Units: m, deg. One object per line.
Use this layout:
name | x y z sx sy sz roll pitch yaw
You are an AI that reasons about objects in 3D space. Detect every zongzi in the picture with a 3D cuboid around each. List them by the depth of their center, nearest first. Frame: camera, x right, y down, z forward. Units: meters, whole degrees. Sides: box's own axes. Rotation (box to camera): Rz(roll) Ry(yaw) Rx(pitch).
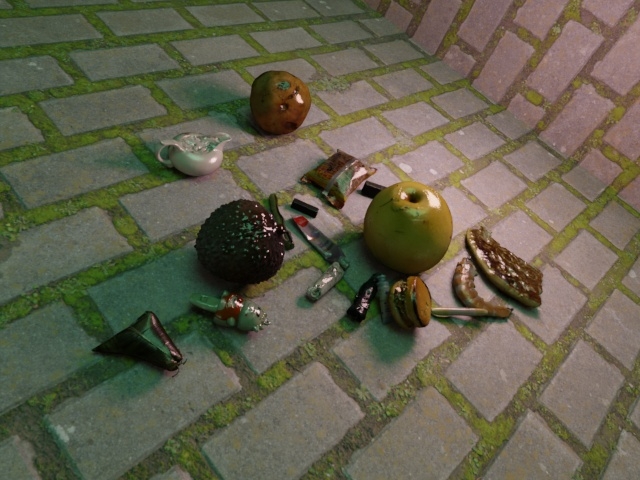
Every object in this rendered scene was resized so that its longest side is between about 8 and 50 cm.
zongzi | -0.485 0.312 1.320 0.184 0.084 0.187 -33 73 -26

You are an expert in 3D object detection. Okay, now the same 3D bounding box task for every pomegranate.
pomegranate | -0.184 -0.611 2.161 0.282 0.281 0.281 13 46 -14

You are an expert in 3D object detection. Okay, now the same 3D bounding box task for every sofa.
sofa | 0.242 -0.214 2.135 0.118 0.060 0.039 18 37 -8

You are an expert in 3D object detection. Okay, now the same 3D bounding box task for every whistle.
whistle | -0.272 0.211 1.489 0.254 0.105 0.102 19 4 -6

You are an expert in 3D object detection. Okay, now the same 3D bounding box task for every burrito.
burrito | 0.021 0.142 1.711 0.064 0.064 0.203 39 45 12

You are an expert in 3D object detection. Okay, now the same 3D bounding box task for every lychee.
lychee | -0.247 0.013 1.566 0.300 0.300 0.299 13 46 -14

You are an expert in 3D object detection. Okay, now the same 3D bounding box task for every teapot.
teapot | -0.484 -0.336 1.862 0.298 0.139 0.204 -22 64 -38

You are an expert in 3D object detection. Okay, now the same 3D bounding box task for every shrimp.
shrimp | 0.622 0.206 1.918 0.287 0.068 0.185 45 51 16

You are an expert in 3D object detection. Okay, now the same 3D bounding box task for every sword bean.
sword bean | -0.152 -0.076 1.846 0.043 0.038 0.269 3 48 -30

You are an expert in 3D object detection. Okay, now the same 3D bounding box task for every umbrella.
umbrella | 0.166 0.194 1.732 0.066 0.059 0.235 47 42 -8

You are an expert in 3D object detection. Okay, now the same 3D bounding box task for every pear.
pear | 0.330 -0.049 1.848 0.349 0.348 0.348 13 46 -14

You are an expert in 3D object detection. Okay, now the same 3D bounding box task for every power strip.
power strip | -0.062 -0.129 1.935 0.111 0.037 0.029 24 43 -3

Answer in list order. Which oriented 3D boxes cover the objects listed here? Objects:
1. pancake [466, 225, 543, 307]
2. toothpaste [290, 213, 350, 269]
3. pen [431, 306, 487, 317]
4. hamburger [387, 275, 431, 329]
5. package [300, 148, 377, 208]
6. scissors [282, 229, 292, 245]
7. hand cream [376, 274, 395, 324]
pancake | 0.782 0.105 2.103 0.427 0.066 0.305 42 39 17
toothpaste | 0.000 0.000 1.842 0.075 0.048 0.301 -30 64 -36
pen | 0.515 0.269 1.822 0.234 0.032 0.040 4 71 -10
hamburger | 0.313 0.214 1.702 0.191 0.118 0.181 -48 123 -51
package | 0.083 -0.286 2.084 0.223 0.108 0.288 34 55 16
scissors | -0.165 -0.035 1.796 0.022 0.085 0.176 30 15 -51
hand cream | 0.229 0.207 1.726 0.065 0.043 0.170 -7 85 -28
